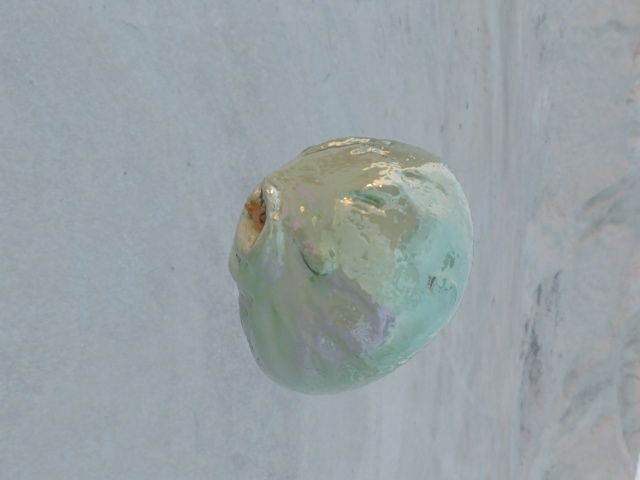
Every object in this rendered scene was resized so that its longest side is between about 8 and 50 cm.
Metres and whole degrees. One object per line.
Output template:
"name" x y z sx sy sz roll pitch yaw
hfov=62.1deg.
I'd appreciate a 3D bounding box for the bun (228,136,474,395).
"bun" 0.000 0.000 0.546 0.187 0.293 0.293 39 50 -27
